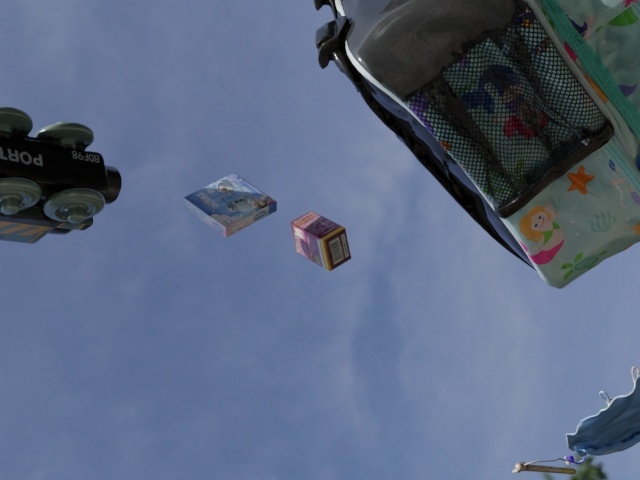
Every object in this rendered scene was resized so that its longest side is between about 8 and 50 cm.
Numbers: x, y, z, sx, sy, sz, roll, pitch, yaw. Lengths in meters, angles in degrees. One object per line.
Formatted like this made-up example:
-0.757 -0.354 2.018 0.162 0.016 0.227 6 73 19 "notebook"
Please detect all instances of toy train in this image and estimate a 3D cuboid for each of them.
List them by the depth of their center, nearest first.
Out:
-0.418 -0.073 1.087 0.334 0.190 0.142 7 -118 -47 "toy train"

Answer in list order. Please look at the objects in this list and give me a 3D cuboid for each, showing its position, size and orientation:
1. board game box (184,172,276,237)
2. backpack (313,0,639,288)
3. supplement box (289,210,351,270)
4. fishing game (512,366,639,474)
-0.122 -0.049 1.190 0.090 0.090 0.020 -31 -40 -33 "board game box"
0.137 -0.103 0.585 0.191 0.225 0.253 -31 -60 16 "backpack"
0.000 0.000 1.261 0.043 0.083 0.055 -31 -53 -25 "supplement box"
0.326 0.160 0.890 0.189 0.041 0.264 14 -50 -46 "fishing game"
